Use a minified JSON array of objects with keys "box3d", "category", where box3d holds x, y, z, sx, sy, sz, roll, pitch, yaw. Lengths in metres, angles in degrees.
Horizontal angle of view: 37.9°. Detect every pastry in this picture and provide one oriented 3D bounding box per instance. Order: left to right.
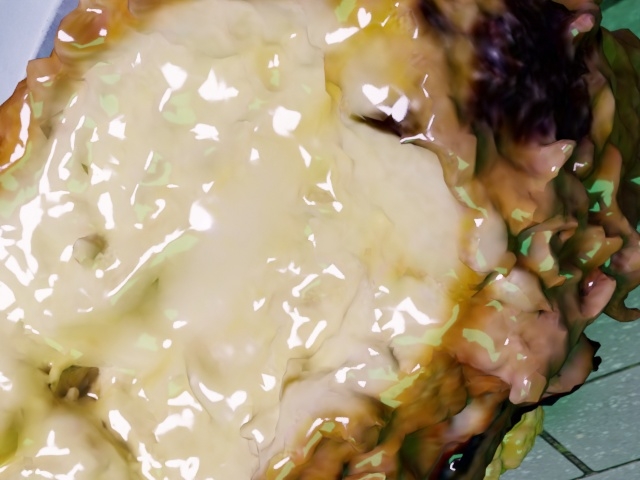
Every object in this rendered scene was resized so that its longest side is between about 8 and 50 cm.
[{"box3d":[0.000,0.006,0.498,0.405,0.292,0.337,-54,167,19],"category":"pastry"}]

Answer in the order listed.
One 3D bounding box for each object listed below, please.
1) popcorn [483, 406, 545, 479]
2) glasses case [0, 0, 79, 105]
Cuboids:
[{"box3d":[0.107,0.140,0.812,0.179,0.170,0.180,6,158,2],"category":"popcorn"},{"box3d":[-0.123,-0.154,0.471,0.056,0.105,0.266,-8,151,-40],"category":"glasses case"}]
